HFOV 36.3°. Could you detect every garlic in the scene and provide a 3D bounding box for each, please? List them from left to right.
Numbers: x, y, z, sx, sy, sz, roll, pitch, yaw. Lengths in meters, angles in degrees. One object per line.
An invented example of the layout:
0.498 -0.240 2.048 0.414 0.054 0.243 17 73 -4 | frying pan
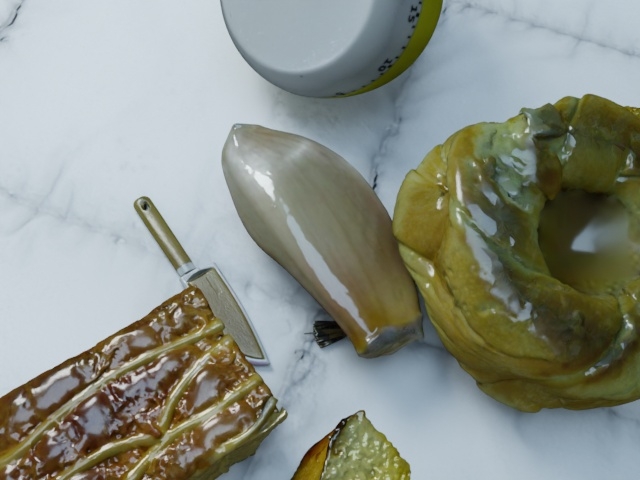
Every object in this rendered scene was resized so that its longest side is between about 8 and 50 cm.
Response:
0.006 -0.004 1.087 0.143 0.112 0.318 -20 60 -37 | garlic

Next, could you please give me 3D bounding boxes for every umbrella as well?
0.022 0.100 1.090 0.083 0.020 0.031 -7 65 -13 | umbrella

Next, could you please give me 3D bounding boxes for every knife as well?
-0.135 0.042 1.105 0.046 0.022 0.256 -29 69 -21 | knife

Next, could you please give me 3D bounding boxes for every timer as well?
0.038 -0.306 1.193 0.285 0.285 0.285 2 63 -3 | timer

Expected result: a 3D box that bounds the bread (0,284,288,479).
-0.194 0.190 0.977 0.274 0.114 0.185 -32 69 -16 | bread

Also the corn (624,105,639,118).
0.452 -0.112 1.202 0.207 0.068 0.068 21 64 9 | corn

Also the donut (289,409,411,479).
-0.017 0.291 0.925 0.101 0.152 0.259 31 69 -6 | donut

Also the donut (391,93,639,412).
0.257 0.009 1.053 0.360 0.170 0.360 5 70 -15 | donut
